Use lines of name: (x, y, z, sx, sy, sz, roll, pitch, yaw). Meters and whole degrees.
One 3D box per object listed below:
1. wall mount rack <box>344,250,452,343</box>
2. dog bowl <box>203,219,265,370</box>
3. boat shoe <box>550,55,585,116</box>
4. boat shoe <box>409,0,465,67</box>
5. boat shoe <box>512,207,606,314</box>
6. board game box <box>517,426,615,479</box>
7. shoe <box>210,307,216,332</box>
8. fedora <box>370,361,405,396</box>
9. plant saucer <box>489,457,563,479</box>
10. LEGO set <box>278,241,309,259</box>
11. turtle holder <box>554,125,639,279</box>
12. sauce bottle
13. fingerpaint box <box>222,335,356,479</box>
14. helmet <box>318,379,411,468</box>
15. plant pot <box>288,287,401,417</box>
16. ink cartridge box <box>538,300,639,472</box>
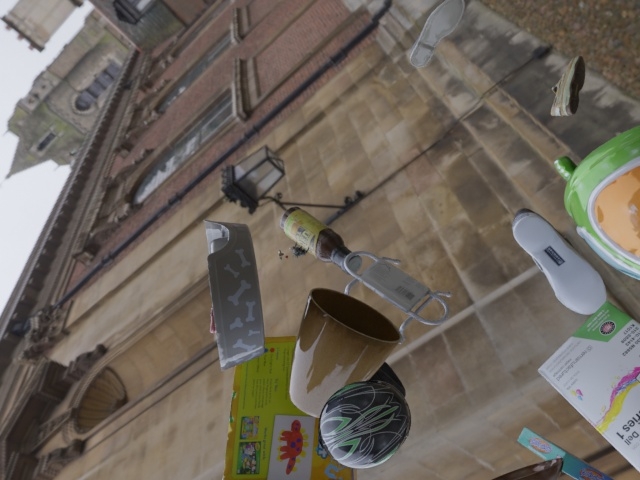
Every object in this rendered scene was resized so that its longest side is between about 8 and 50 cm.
wall mount rack: (0.243, 0.145, 1.528, 0.350, 0.130, 0.304, 34, -131, 27)
dog bowl: (-0.199, 0.119, 1.171, 0.349, 0.102, 0.348, 173, 90, -79)
boat shoe: (0.675, -0.426, 1.399, 0.068, 0.072, 0.190, 39, -114, -35)
boat shoe: (0.296, -0.550, 1.315, 0.075, 0.206, 0.065, 20, -131, -14)
boat shoe: (0.572, 0.045, 1.229, 0.301, 0.108, 0.102, 46, -154, -4)
board game box: (0.642, 0.574, 1.308, 0.210, 0.047, 0.160, 31, 175, -14)
shoe: (-0.277, 0.188, 1.484, 0.063, 0.081, 0.178, 111, 162, -64)
fedora: (0.193, 0.523, 1.850, 0.334, 0.152, 0.334, 41, -170, -9)
plant saucer: (0.468, 0.550, 1.165, 0.199, 0.199, 0.036, 23, -137, -57)
LEGO set: (-0.067, 0.034, 1.312, 0.023, 0.083, 0.054, 63, 180, 45)
turtle holder: (0.529, -0.033, 0.784, 0.320, 0.243, 0.227, 47, -153, -51)
sauce bottle: (0.000, 0.000, 1.682, 0.344, 0.111, 0.111, 35, -178, 41)
fingerpaint box: (-0.079, 0.529, 1.561, 0.163, 0.371, 0.444, 76, -168, -55)
helmet: (0.081, 0.346, 0.959, 0.169, 0.169, 0.161, 58, 155, 15)
plant pot: (0.028, 0.279, 1.200, 0.237, 0.254, 0.237, 25, -170, -5)
ink cartridge box: (0.587, 0.280, 0.935, 0.117, 0.201, 0.278, 34, -168, -33)
